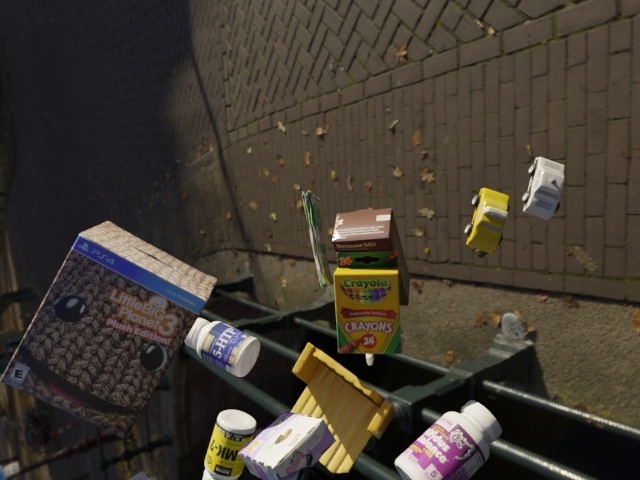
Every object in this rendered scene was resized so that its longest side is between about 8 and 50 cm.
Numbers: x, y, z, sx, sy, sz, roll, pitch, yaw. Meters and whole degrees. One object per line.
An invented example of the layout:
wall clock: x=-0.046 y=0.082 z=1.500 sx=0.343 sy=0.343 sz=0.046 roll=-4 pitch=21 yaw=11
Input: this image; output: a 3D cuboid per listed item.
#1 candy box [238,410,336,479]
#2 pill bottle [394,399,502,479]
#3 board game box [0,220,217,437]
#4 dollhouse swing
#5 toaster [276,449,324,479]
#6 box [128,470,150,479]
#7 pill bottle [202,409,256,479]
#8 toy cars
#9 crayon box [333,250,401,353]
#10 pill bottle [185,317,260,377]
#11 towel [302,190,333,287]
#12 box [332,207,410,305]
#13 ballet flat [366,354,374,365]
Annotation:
candy box: x=-0.083 y=0.502 z=1.163 sx=0.196 sy=0.165 sz=0.070 roll=-21 pitch=101 yaw=56
pill bottle: x=0.378 y=0.611 z=1.392 sx=0.169 sy=0.301 sz=0.169 roll=47 pitch=161 yaw=22
board game box: x=-0.363 y=0.153 z=0.857 sx=0.291 sy=0.232 sz=0.141 roll=-59 pitch=10 yaw=7
dollhouse swing: x=0.028 y=0.599 z=1.650 sx=0.347 sy=0.305 sz=0.315 roll=33 pitch=166 yaw=24
toaster: x=-0.024 y=0.487 z=0.785 sx=0.110 sy=0.185 sz=0.168 roll=-36 pitch=102 yaw=30
box: x=-0.306 y=0.470 z=0.794 sx=0.101 sy=0.087 sz=0.102 roll=30 pitch=121 yaw=28
pill bottle: x=-0.273 y=0.624 z=1.418 sx=0.119 sy=0.119 sz=0.208 roll=20 pitch=95 yaw=47
toy cars: x=0.570 y=-0.113 z=1.365 sx=0.176 sy=0.394 sz=0.087 roll=59 pitch=168 yaw=11
crayon box: x=0.149 y=0.196 z=1.507 sx=0.202 sy=0.081 sz=0.318 roll=-2 pitch=101 yaw=11
pill bottle: x=-0.270 y=0.285 z=1.307 sx=0.187 sy=0.112 sz=0.112 roll=19 pitch=113 yaw=19
towel: x=0.000 y=0.000 z=1.658 sx=0.038 sy=0.248 sz=0.324 roll=-12 pitch=87 yaw=6
box: x=0.186 y=0.071 z=1.647 sx=0.191 sy=0.143 sz=0.381 roll=-5 pitch=136 yaw=20
ballet flat: x=0.200 y=0.449 z=1.935 sx=0.041 sy=0.041 sz=0.114 roll=-42 pitch=23 yaw=45
